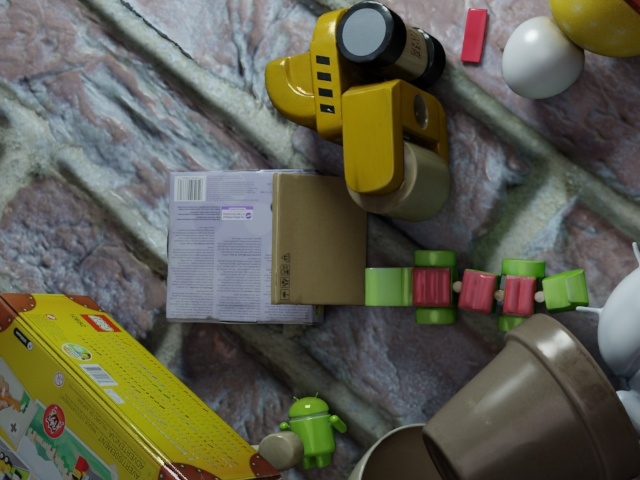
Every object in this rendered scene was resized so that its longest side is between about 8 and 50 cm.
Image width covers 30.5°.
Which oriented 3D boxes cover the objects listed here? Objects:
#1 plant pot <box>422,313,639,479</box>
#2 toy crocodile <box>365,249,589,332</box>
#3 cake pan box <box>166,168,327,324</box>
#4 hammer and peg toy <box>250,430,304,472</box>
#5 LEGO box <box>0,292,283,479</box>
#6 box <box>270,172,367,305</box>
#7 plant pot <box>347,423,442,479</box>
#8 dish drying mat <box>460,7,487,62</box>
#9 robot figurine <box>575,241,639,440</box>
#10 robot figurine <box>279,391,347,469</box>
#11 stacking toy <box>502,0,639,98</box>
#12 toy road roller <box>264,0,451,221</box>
[{"bbox_3d":[0.273,0.266,1.612,0.229,0.263,0.263,-29,79,-10],"label":"plant pot"},{"bbox_3d":[0.228,0.075,1.750,0.341,0.105,0.115,4,89,17],"label":"toy crocodile"},{"bbox_3d":[-0.124,0.011,1.879,0.267,0.070,0.245,-1,85,16],"label":"cake pan box"},{"bbox_3d":[-0.128,0.461,1.822,0.266,0.127,0.361,7,90,23],"label":"hammer and peg toy"},{"bbox_3d":[-0.347,0.363,1.761,0.500,0.193,0.372,37,109,34],"label":"LEGO box"},{"bbox_3d":[0.000,0.000,1.808,0.021,0.164,0.201,-3,85,58],"label":"box"},{"bbox_3d":[0.131,0.433,1.704,0.284,0.284,0.191,56,138,12],"label":"plant pot"},{"bbox_3d":[0.238,-0.317,1.815,0.032,0.008,0.083,9,91,18],"label":"dish drying mat"},{"bbox_3d":[0.529,0.160,1.606,0.353,0.200,0.300,41,78,14],"label":"robot figurine"},{"bbox_3d":[-0.013,0.297,1.832,0.101,0.067,0.115,-13,84,24],"label":"robot figurine"},{"bbox_3d":[0.436,-0.373,1.638,0.480,0.350,0.350,-46,76,26],"label":"stacking toy"},{"bbox_3d":[0.053,-0.186,1.772,0.241,0.202,0.329,-9,80,28],"label":"toy road roller"}]
